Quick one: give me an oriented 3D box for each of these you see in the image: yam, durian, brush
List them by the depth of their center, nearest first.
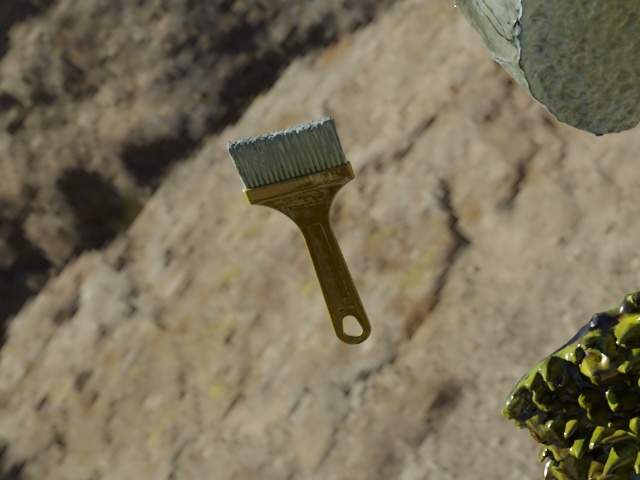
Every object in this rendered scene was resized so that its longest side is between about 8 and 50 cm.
[{"bbox_3d":[0.171,0.086,0.635,0.137,0.221,0.095,-35,49,25],"label":"durian"},{"bbox_3d":[0.000,0.000,1.438,0.083,0.205,0.011,-14,33,10],"label":"brush"},{"bbox_3d":[0.184,-0.238,1.468,0.202,0.201,0.271,-43,36,13],"label":"yam"}]
